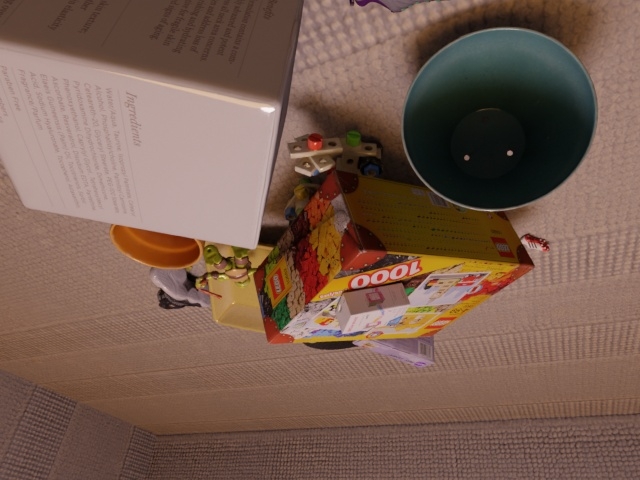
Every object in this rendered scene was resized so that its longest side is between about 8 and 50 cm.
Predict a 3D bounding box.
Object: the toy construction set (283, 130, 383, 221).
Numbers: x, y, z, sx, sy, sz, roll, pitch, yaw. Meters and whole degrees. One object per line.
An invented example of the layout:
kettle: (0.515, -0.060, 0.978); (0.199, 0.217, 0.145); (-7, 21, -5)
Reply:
toy construction set: (0.020, -0.131, 1.022); (0.215, 0.151, 0.327); (5, 154, 1)

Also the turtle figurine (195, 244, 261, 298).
turtle figurine: (-0.204, 0.070, 1.203); (0.270, 0.087, 0.217); (-2, 151, 3)

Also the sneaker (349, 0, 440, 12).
sneaker: (0.154, -0.394, 0.716); (0.224, 0.083, 0.098); (8, 164, 3)

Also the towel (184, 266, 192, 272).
towel: (-0.446, 0.078, 1.460); (0.060, 0.009, 0.083); (-26, 133, 36)

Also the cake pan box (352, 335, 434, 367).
cake pan box: (0.222, 0.218, 1.370); (0.267, 0.245, 0.070); (23, 144, -24)

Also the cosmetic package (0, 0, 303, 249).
cosmetic package: (-0.254, -0.233, 0.752); (0.394, 0.329, 0.327); (11, 143, -6)

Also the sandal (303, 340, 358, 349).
sandal: (0.153, 0.275, 1.592); (0.446, 0.107, 0.167); (-14, 140, 4)

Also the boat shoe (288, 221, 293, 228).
boat shoe: (0.000, 0.000, 1.248); (0.219, 0.070, 0.078); (31, 136, -30)

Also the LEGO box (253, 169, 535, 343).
LEGO box: (0.159, 0.065, 1.069); (0.501, 0.193, 0.372); (5, 142, -33)

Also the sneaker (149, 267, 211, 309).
sneaker: (-0.470, 0.155, 1.470); (0.153, 0.101, 0.268); (-12, 151, 22)

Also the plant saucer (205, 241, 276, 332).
plant saucer: (-0.153, 0.126, 1.349); (0.333, 0.081, 0.332); (10, 126, 10)

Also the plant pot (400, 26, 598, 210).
plant pot: (0.300, -0.190, 0.827); (0.290, 0.290, 0.195); (-7, 178, 17)

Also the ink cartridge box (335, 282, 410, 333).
ink cartridge box: (0.098, 0.132, 0.906); (0.123, 0.052, 0.088); (-7, 147, -15)

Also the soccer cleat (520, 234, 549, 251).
soccer cleat: (0.562, 0.010, 1.230); (0.083, 0.029, 0.035); (21, 149, -15)

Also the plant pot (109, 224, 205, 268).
plant pot: (-0.363, -0.065, 1.109); (0.205, 0.187, 0.205); (3, 144, 2)
